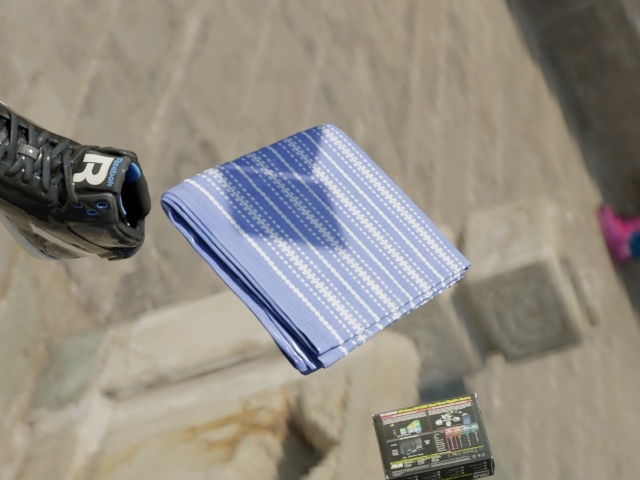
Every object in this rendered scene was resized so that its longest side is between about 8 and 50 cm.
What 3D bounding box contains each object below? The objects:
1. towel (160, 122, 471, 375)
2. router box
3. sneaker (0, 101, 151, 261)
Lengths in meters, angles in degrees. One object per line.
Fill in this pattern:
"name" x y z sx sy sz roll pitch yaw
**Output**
"towel" 0.000 0.000 1.839 0.243 0.040 0.336 47 34 10
"router box" 0.125 0.227 1.952 0.038 0.122 0.092 78 1 -49
"sneaker" -0.193 -0.060 1.186 0.217 0.121 0.079 44 53 -46
